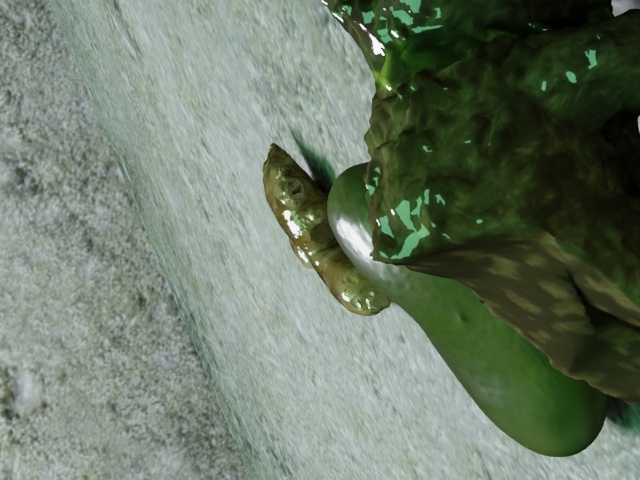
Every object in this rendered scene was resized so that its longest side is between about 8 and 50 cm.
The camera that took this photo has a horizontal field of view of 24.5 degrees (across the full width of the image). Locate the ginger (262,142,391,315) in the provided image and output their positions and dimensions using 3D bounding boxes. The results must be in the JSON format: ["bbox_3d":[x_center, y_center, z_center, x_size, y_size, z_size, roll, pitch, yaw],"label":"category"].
[{"bbox_3d":[0.001,-0.003,1.494,0.214,0.059,0.133,50,165,50],"label":"ginger"}]

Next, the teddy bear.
[{"bbox_3d":[0.132,-0.057,0.776,0.296,0.222,0.246,23,164,-13],"label":"teddy bear"}]

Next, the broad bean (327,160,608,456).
[{"bbox_3d":[0.122,0.037,1.048,0.263,0.121,0.189,52,164,-12],"label":"broad bean"}]
